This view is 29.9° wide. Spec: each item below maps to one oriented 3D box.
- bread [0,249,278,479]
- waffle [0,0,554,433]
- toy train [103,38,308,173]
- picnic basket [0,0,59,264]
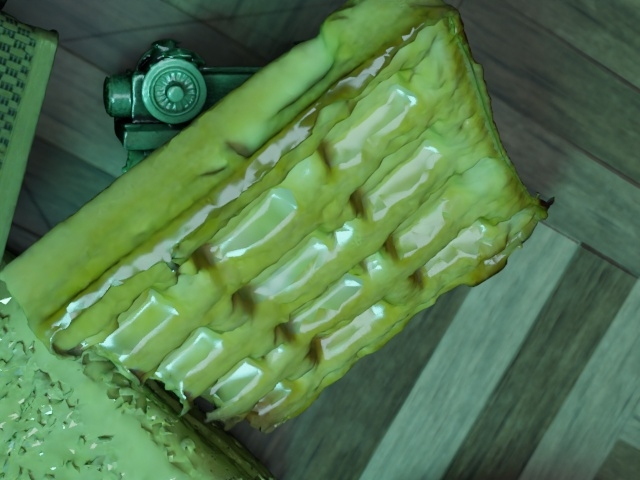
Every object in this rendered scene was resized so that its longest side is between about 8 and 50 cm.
[{"bbox_3d":[-0.221,0.168,0.907,0.248,0.279,0.315,-43,67,-2],"label":"bread"},{"bbox_3d":[0.000,0.000,0.802,0.304,0.077,0.348,-39,153,3],"label":"waffle"},{"bbox_3d":[-0.057,-0.079,0.878,0.200,0.083,0.132,-2,107,-13],"label":"toy train"},{"bbox_3d":[-0.273,-0.032,0.740,0.139,0.165,0.266,20,69,-25],"label":"picnic basket"}]
